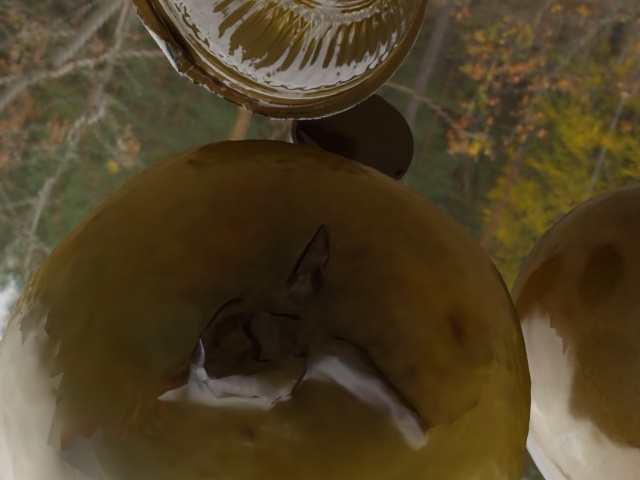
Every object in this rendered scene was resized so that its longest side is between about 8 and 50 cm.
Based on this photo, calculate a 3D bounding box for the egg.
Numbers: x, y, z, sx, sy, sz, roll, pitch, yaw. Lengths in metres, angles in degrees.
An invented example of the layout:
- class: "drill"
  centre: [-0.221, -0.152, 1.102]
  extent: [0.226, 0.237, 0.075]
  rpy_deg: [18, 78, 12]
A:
- class: "egg"
  centre: [0.295, 0.110, 0.958]
  extent: [0.283, 0.282, 0.351]
  rpy_deg: [13, -141, -38]

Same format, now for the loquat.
- class: "loquat"
  centre: [-0.040, 0.106, 0.756]
  extent: [0.328, 0.328, 0.359]
  rpy_deg: [19, 157, 3]

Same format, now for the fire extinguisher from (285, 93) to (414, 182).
- class: "fire extinguisher"
  centre: [0.000, 0.000, 1.181]
  extent: [0.114, 0.337, 0.135]
  rpy_deg: [-16, -114, -21]

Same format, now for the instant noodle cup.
- class: "instant noodle cup"
  centre: [-0.008, -0.228, 0.872]
  extent: [0.274, 0.274, 0.091]
  rpy_deg: [15, 172, -27]
